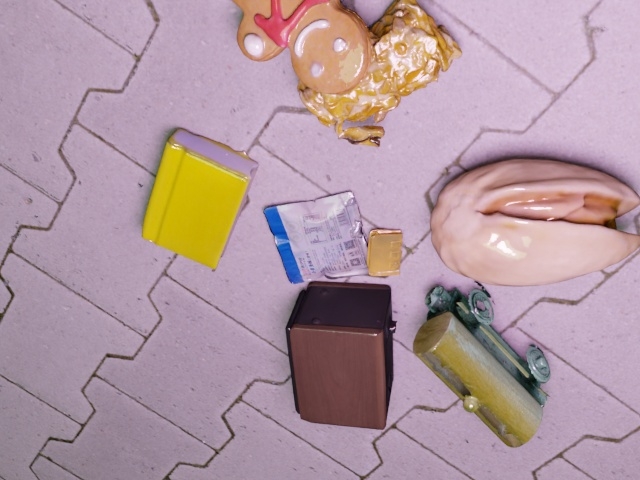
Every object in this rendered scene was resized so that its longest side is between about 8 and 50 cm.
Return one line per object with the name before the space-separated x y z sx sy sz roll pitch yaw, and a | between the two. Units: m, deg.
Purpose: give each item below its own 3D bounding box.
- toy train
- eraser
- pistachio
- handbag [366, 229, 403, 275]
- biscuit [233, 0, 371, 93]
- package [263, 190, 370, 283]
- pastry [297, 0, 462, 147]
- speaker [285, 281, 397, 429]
toy train | 0.290 0.213 1.242 0.126 0.189 0.307 -36 106 31
eraser | -0.218 -0.073 1.268 0.158 0.069 0.226 26 122 -1
pistachio | 0.330 -0.024 1.102 0.317 0.214 0.194 3 81 5
handbag | 0.115 0.022 1.259 0.061 0.027 0.083 0 119 -5
biscuit | -0.053 -0.355 1.010 0.216 0.047 0.340 -34 88 29
package | 0.000 0.000 1.284 0.173 0.027 0.171 -8 121 18
pastry | 0.081 -0.243 1.072 0.250 0.102 0.154 -34 115 27
speaker | 0.047 0.214 1.326 0.192 0.153 0.231 2 121 11
